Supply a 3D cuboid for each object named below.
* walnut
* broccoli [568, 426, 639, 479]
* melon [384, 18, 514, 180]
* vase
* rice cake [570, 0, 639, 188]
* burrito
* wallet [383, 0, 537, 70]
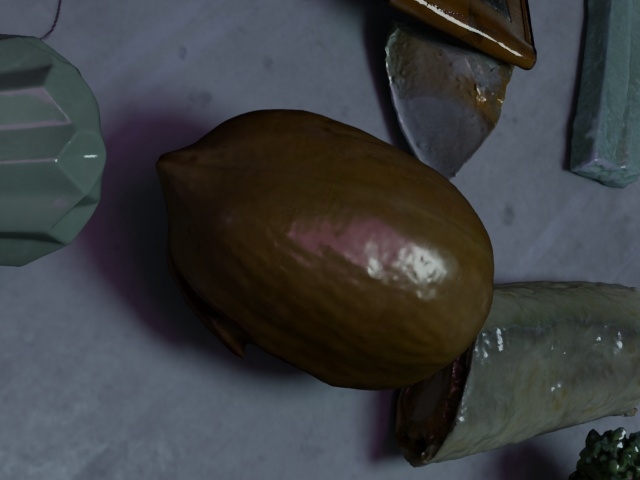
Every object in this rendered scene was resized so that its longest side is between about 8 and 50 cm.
[{"bbox_3d":[0.000,0.000,1.278,0.298,0.203,0.203,32,62,-25],"label":"walnut"},{"bbox_3d":[0.242,0.334,1.359,0.302,0.249,0.375,22,73,-36],"label":"broccoli"},{"bbox_3d":[0.118,-0.153,1.469,0.139,0.093,0.202,37,53,-17],"label":"melon"},{"bbox_3d":[-0.325,-0.052,1.072,0.360,0.165,0.165,-6,84,-34],"label":"vase"},{"bbox_3d":[0.293,-0.160,1.635,0.085,0.040,0.226,24,66,-32],"label":"rice cake"},{"bbox_3d":[0.183,0.105,1.456,0.299,0.105,0.143,-6,88,-40],"label":"burrito"},{"bbox_3d":[0.114,-0.249,1.458,0.161,0.042,0.195,20,42,-26],"label":"wallet"}]
